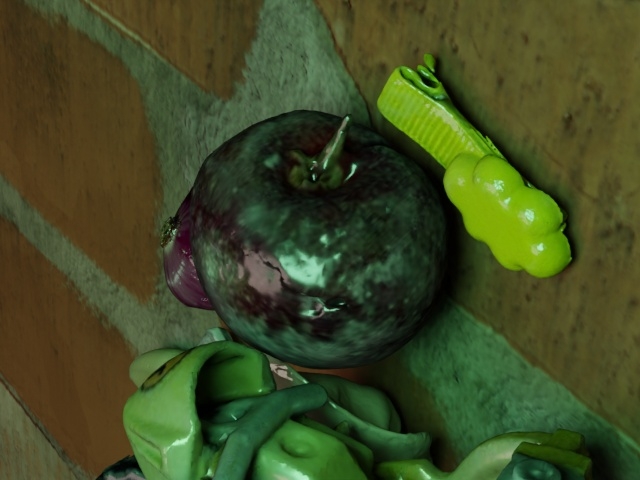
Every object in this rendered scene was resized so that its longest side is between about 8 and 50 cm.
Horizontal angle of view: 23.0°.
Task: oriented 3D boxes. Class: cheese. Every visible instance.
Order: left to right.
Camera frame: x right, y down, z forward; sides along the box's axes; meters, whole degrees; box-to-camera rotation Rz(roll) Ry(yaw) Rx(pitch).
[{"bbox_3d":[-0.124,0.143,1.514,0.127,0.050,0.235,63,151,11],"label":"cheese"}]

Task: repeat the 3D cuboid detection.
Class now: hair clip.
[{"bbox_3d":[0.104,-0.047,1.036,0.173,0.046,0.072,55,151,18],"label":"hair clip"}]

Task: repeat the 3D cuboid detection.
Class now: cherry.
[{"bbox_3d":[0.003,0.006,1.106,0.195,0.195,0.195,36,137,43],"label":"cherry"}]

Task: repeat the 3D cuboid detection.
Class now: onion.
[{"bbox_3d":[-0.084,0.005,1.328,0.104,0.115,0.115,20,143,-7],"label":"onion"}]

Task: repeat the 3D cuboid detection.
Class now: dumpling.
[{"bbox_3d":[0.007,0.169,1.228,0.162,0.132,0.250,11,149,17],"label":"dumpling"}]

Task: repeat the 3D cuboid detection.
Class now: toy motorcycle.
[{"bbox_3d":[0.019,0.199,1.039,0.410,0.169,0.237,15,124,20],"label":"toy motorcycle"}]
